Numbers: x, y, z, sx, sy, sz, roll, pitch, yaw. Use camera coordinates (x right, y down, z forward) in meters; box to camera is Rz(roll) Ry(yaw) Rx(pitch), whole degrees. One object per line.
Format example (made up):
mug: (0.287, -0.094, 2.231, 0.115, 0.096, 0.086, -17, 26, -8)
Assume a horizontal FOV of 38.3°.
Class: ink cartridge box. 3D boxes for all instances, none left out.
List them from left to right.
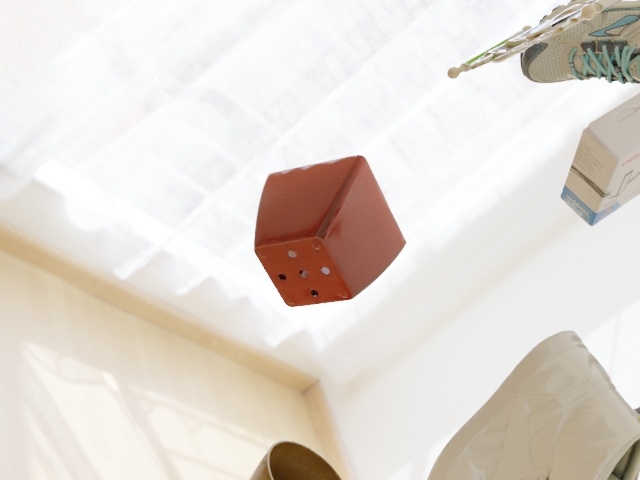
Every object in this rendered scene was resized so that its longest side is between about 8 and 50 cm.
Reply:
ink cartridge box: (0.503, -0.137, 1.554, 0.086, 0.148, 0.203, 51, -16, 25)

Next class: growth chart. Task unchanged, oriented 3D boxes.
growth chart: (0.273, -0.249, 1.045, 0.172, 0.237, 0.021, -34, 100, -32)

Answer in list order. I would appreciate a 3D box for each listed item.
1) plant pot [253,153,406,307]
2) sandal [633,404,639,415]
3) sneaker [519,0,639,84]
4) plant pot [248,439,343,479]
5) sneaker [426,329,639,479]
plant pot: (0.000, 0.000, 2.068, 0.267, 0.267, 0.236, 62, 35, -28)
sandal: (0.483, 0.276, 1.364, 0.179, 0.040, 0.067, 8, 29, -49)
sneaker: (0.401, -0.259, 1.217, 0.110, 0.283, 0.122, 52, 34, -41)
plant pot: (-0.095, 0.612, 2.021, 0.237, 0.254, 0.237, 34, 21, -15)
sneaker: (0.232, 0.259, 1.001, 0.108, 0.293, 0.169, 3, 38, -39)
